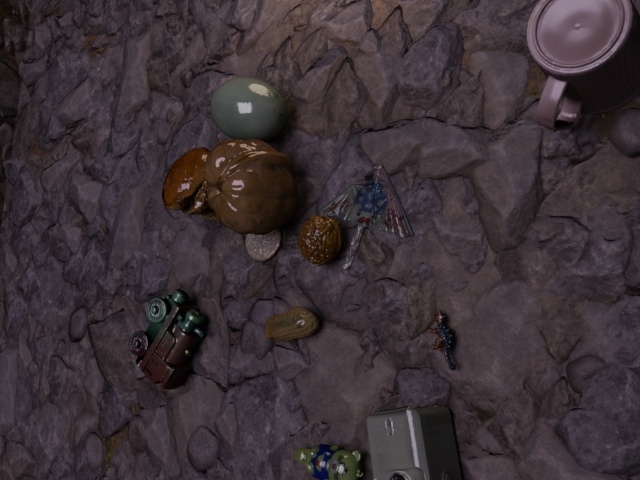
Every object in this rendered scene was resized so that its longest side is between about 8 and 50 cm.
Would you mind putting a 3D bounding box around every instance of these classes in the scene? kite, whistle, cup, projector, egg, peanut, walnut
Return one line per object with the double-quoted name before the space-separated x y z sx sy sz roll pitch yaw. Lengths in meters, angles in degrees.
"kite" 0.124 -0.065 1.830 0.335 0.011 0.314 19 93 41
"whistle" 0.021 0.586 1.728 0.227 0.085 0.105 3 73 39
"cup" 0.548 -0.386 1.392 0.288 0.273 0.208 -41 65 23
"projector" 0.220 0.510 1.527 0.163 0.177 0.242 -19 70 36
"egg" -0.226 -0.407 2.056 0.283 0.203 0.203 16 91 39
"peanut" -0.087 0.240 1.887 0.194 0.083 0.093 -14 72 36
"walnut" -0.202 -0.157 1.944 0.285 0.285 0.296 -38 67 26

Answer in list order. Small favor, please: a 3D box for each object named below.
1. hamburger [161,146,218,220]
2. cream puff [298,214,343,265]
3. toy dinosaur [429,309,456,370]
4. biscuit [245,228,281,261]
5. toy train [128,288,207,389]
"hamburger" -0.371 -0.177 2.101 0.245 0.211 0.260 -46 39 27
"cream puff" -0.005 0.000 1.851 0.126 0.103 0.144 13 100 48
"toy dinosaur" 0.302 0.243 1.600 0.055 0.049 0.154 -26 60 28
"biscuit" -0.179 -0.007 2.053 0.152 0.020 0.152 -10 73 37
"toy train" -0.493 0.322 2.168 0.221 0.150 0.304 36 102 27
